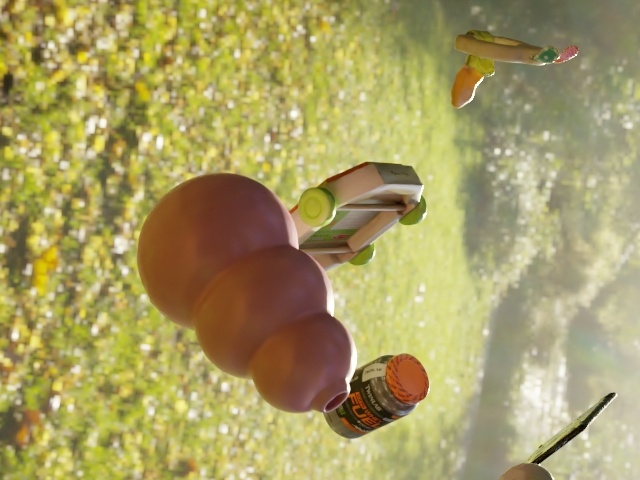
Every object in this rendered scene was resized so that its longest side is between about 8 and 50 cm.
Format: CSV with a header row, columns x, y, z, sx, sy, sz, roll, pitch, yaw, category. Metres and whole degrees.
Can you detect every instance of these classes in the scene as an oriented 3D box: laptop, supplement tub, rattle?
x,y,z,sx,sy,sz,roll,pitch,yaw,category
0.369,0.382,1.754,0.264,0.137,0.234,-44,167,23,laptop
0.101,0.280,2.080,0.117,0.190,0.117,23,50,-31,supplement tub
0.316,-0.274,1.913,0.130,0.199,0.143,9,100,-66,rattle

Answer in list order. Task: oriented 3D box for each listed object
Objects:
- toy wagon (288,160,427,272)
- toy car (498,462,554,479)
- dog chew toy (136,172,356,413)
x,y,z,sx,sy,sz,roll,pitch,yaw,category
0.000,0.000,1.764,0.267,0.344,0.068,-1,58,-53,toy wagon
0.249,0.360,1.319,0.159,0.136,0.182,42,21,-29,toy car
-0.079,0.072,1.399,0.206,0.332,0.207,-32,154,-18,dog chew toy
